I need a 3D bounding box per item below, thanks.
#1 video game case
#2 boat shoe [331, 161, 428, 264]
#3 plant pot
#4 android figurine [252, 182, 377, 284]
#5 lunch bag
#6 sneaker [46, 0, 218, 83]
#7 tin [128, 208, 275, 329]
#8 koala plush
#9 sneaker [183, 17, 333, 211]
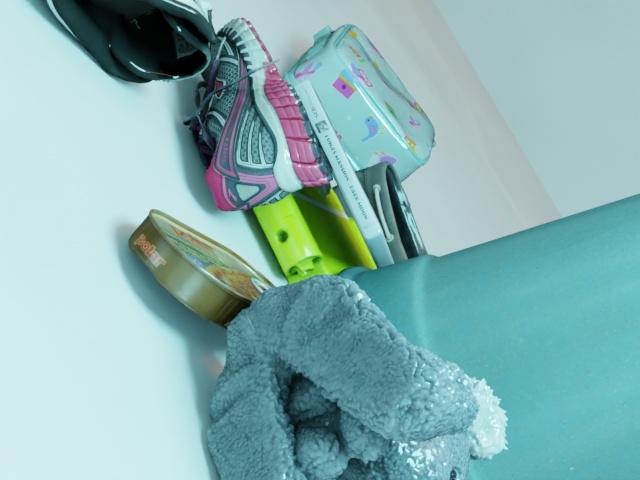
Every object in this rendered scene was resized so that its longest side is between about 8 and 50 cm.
[{"bbox_3d":[0.028,-0.059,1.354,0.173,0.022,0.190,65,2,15],"label":"video game case"},{"bbox_3d":[0.112,0.060,1.535,0.335,0.095,0.112,61,16,14],"label":"boat shoe"},{"bbox_3d":[0.232,0.123,1.245,0.341,0.334,0.341,51,25,-36],"label":"plant pot"},{"bbox_3d":[0.000,0.000,1.400,0.248,0.056,0.273,23,39,-63],"label":"android figurine"},{"bbox_3d":[0.053,-0.185,1.811,0.224,0.108,0.279,49,15,-8],"label":"lunch bag"},{"bbox_3d":[-0.160,-0.263,1.309,0.447,0.169,0.257,-6,72,-64],"label":"sneaker"},{"bbox_3d":[-0.083,0.033,1.070,0.106,0.040,0.190,50,10,33],"label":"tin"},{"bbox_3d":[0.041,0.146,1.007,0.221,0.196,0.203,36,13,-42],"label":"koala plush"},{"bbox_3d":[-0.084,-0.131,1.316,0.299,0.112,0.121,-118,-175,-60],"label":"sneaker"}]
